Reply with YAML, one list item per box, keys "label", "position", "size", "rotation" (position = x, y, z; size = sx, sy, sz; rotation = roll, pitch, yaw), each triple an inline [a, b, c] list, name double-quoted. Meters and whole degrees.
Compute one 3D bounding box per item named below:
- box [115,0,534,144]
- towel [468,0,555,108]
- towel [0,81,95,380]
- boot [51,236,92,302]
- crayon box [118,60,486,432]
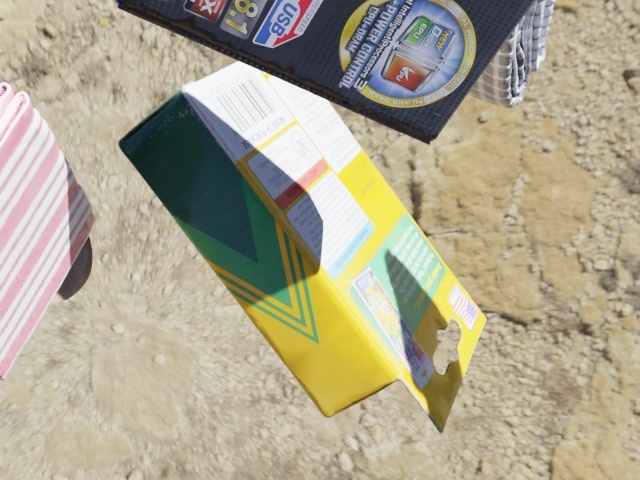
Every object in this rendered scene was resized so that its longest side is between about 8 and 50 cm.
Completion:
- label: "box"
  position: [0.036, -0.203, 0.510]
  size: [0.216, 0.270, 0.060]
  rotation: [22, 39, -16]
- label: "towel"
  position: [0.103, -0.267, 0.911]
  size: [0.235, 0.283, 0.121]
  rotation: [25, 68, 23]
- label: "towel"
  position: [-0.210, 0.003, 0.614]
  size: [0.029, 0.197, 0.144]
  rotation: [24, 70, 10]
- label: "boot"
  position: [-0.320, -0.066, 0.766]
  size: [0.295, 0.211, 0.104]
  rotation: [46, 71, -19]
- label: "crayon box"
  position: [0.000, 0.000, 0.792]
  size: [0.083, 0.203, 0.323]
  rotation: [-34, 97, 28]
